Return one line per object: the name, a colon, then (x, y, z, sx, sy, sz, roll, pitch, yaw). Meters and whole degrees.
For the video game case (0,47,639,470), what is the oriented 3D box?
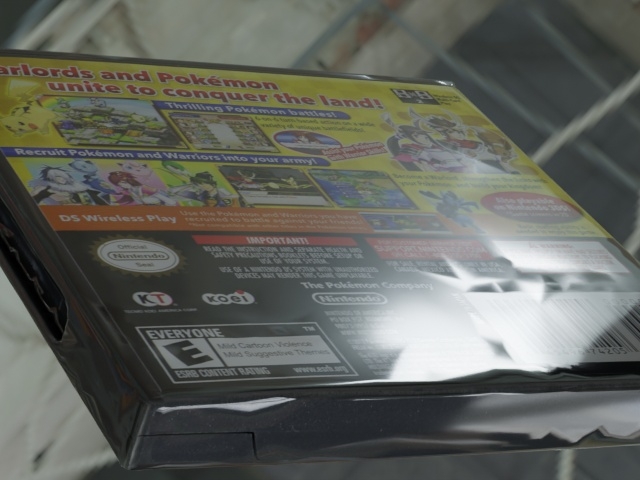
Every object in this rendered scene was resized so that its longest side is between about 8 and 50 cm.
video game case: (0.000, 0.000, 0.783, 0.274, 0.035, 0.248, 1, 32, -33)
